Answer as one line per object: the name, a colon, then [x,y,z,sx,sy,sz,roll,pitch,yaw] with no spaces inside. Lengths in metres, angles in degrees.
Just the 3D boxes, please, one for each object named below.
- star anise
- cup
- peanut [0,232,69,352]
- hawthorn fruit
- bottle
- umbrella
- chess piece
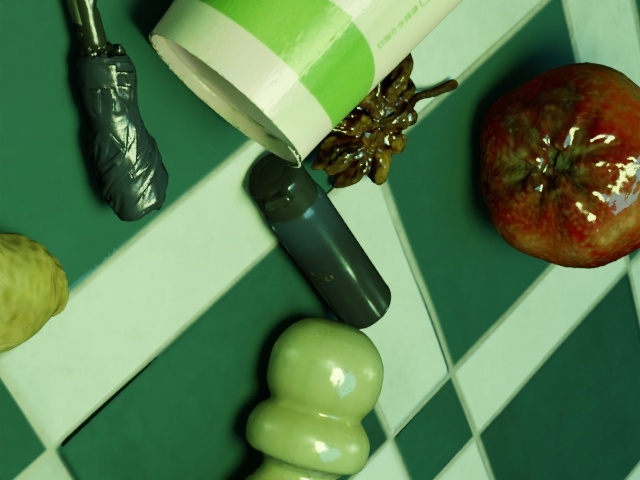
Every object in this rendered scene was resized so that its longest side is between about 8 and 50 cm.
star anise: [0.072,-0.157,1.525,0.234,0.073,0.177,-54,145,-25]
cup: [-0.008,-0.234,1.299,0.274,0.253,0.253,-51,135,-9]
peanut: [-0.313,0.026,1.171,0.253,0.122,0.137,36,50,-49]
hawthorn fruit: [0.329,-0.089,1.712,0.300,0.254,0.254,-2,108,-70]
bottle: [0.000,0.000,1.512,0.244,0.072,0.082,55,24,-43]
umbrella: [-0.200,-0.136,1.274,0.071,0.071,0.248,-32,120,-33]
chess piece: [-0.020,0.250,1.532,0.182,0.182,0.330,16,89,-47]
